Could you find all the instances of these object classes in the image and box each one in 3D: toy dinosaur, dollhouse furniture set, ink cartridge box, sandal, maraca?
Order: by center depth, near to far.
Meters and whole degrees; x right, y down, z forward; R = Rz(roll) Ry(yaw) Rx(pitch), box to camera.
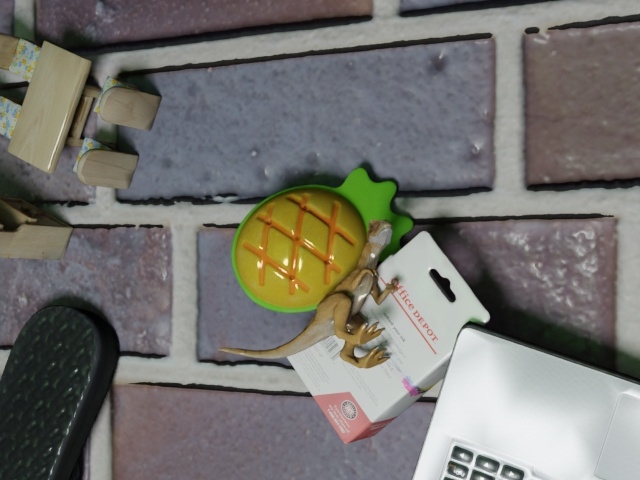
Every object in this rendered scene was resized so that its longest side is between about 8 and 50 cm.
[{"bbox_3d":[0.013,0.075,1.046,0.211,0.064,0.112,-47,49,9],"label":"toy dinosaur"},{"bbox_3d":[0.075,0.093,1.074,0.198,0.067,0.115,-43,69,22],"label":"ink cartridge box"},{"bbox_3d":[0.000,0.000,1.106,0.186,0.099,0.127,-24,81,0],"label":"maraca"},{"bbox_3d":[-0.345,-0.108,1.260,0.212,0.161,0.242,26,101,27],"label":"dollhouse furniture set"},{"bbox_3d":[-0.344,0.296,1.291,0.168,0.107,0.445,24,87,29],"label":"sandal"}]

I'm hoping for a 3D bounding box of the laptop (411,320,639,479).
[{"bbox_3d":[0.210,0.320,0.851,0.382,0.236,0.407,18,94,17],"label":"laptop"}]
